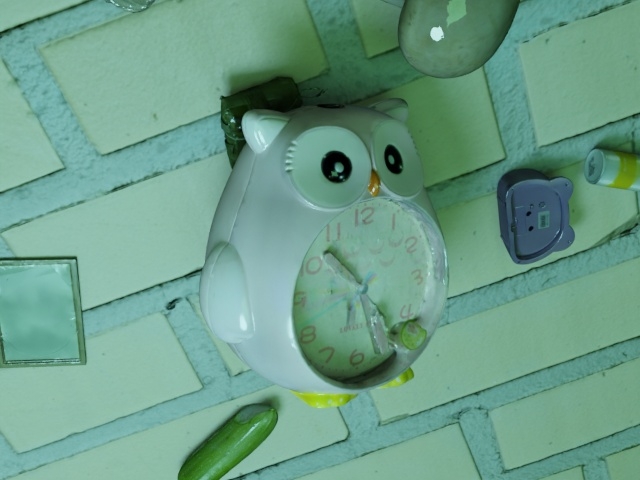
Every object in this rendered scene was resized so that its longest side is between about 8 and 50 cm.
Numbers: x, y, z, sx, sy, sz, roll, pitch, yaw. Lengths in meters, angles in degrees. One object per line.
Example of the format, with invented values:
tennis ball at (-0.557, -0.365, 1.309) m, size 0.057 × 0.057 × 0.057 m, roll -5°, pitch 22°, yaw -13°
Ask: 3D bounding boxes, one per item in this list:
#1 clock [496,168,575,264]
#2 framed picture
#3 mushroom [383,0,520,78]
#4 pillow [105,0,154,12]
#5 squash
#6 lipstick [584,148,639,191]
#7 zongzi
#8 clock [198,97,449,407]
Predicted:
clock at (0.337, -0.043, 1.295) m, size 0.110 × 0.050 × 0.153 m, roll -14°, pitch 122°, yaw -2°
framed picture at (-0.440, 0.114, 1.278) m, size 0.135 × 0.010 × 0.201 m, roll -1°, pitch 120°, yaw -9°
mushroom at (0.150, -0.313, 1.044) m, size 0.204 × 0.204 × 0.204 m, roll -4°, pitch 121°, yaw -7°
pillow at (-0.289, -0.372, 1.002) m, size 0.232 × 0.038 × 0.131 m, roll 26°, pitch 118°, yaw -24°
squash at (-0.163, 0.362, 1.438) m, size 0.239 × 0.069 × 0.069 m, roll -42°, pitch 118°, yaw 15°
lipstick at (0.545, -0.099, 1.294) m, size 0.263 × 0.059 × 0.059 m, roll 7°, pitch 119°, yaw -14°
zongzi at (-0.065, -0.169, 1.166) m, size 0.154 × 0.062 × 0.130 m, roll -22°, pitch 144°, yaw -14°
clock at (0.000, 0.000, 1.130) m, size 0.368 × 0.250 × 0.377 m, roll -11°, pitch 108°, yaw -33°
